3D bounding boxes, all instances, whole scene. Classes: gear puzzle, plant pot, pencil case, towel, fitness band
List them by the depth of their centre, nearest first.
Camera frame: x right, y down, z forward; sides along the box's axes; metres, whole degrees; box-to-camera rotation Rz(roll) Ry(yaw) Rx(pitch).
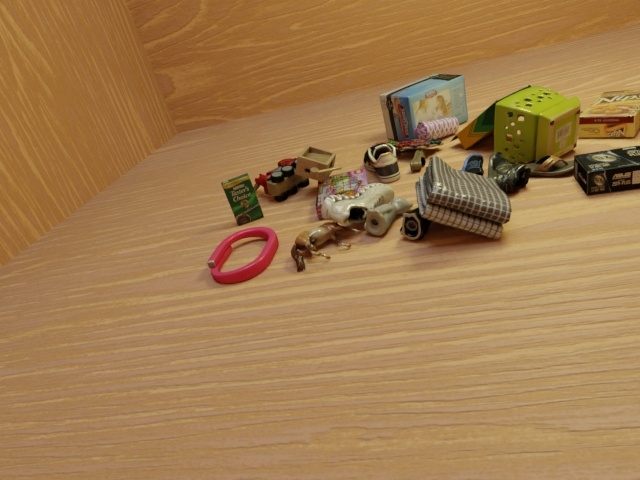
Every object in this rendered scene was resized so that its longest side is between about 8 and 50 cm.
[{"bbox_3d":[0.414,-0.136,1.338,0.235,0.121,0.283,15,30,1],"label":"towel"},{"bbox_3d":[-0.254,0.041,1.518,0.209,0.054,0.290,-7,29,16],"label":"fitness band"},{"bbox_3d":[0.776,-0.400,1.618,0.228,0.227,0.207,-27,35,-21],"label":"plant pot"},{"bbox_3d":[0.371,-0.436,2.036,0.176,0.044,0.339,-17,18,-38],"label":"gear puzzle"},{"bbox_3d":[0.531,-0.511,2.075,0.206,0.086,0.088,-15,18,-23],"label":"pencil case"}]

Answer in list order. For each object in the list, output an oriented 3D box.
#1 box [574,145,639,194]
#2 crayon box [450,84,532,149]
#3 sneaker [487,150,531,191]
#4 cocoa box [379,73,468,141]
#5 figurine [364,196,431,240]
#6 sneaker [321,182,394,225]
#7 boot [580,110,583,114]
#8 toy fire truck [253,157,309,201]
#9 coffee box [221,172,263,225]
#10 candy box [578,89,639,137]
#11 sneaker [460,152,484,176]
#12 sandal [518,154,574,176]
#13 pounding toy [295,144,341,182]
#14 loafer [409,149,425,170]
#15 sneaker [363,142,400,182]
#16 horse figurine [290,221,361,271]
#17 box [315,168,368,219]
[{"bbox_3d":[0.874,-0.211,1.355,0.180,0.077,0.147,-7,28,18],"label":"box"},{"bbox_3d":[0.698,-0.481,1.845,0.202,0.081,0.318,-28,-5,-21],"label":"crayon box"},{"bbox_3d":[0.629,-0.230,1.521,0.131,0.087,0.227,-2,33,21],"label":"sneaker"},{"bbox_3d":[0.504,-0.644,2.201,0.347,0.231,0.228,-26,29,-19],"label":"cocoa box"},{"bbox_3d":[0.276,-0.085,1.450,0.215,0.092,0.209,8,27,40],"label":"figurine"},{"bbox_3d":[0.148,-0.113,1.522,0.292,0.110,0.118,-21,34,-30],"label":"sneaker"},{"bbox_3d":[0.968,-0.485,1.838,0.152,0.072,0.197,-31,39,-28],"label":"boot"},{"bbox_3d":[-0.197,-0.273,2.007,0.246,0.158,0.217,22,45,36],"label":"toy fire truck"},{"bbox_3d":[-0.303,-0.159,1.775,0.113,0.184,0.040,-20,26,-8],"label":"coffee box"},{"bbox_3d":[1.126,-0.484,1.724,0.183,0.087,0.316,13,39,43],"label":"candy box"},{"bbox_3d":[0.536,-0.230,1.583,0.091,0.081,0.232,12,45,38],"label":"sneaker"},{"bbox_3d":[0.752,-0.255,1.524,0.220,0.060,0.090,5,34,35],"label":"sandal"},{"bbox_3d":[-0.006,-0.280,1.819,0.181,0.094,0.206,18,37,9],"label":"pounding toy"},{"bbox_3d":[0.407,-0.326,1.856,0.050,0.056,0.148,4,40,28],"label":"loafer"},{"bbox_3d":[0.253,-0.351,1.908,0.126,0.127,0.321,-19,26,-3],"label":"sneaker"},{"bbox_3d":[0.000,0.000,1.446,0.263,0.066,0.175,-30,36,-30],"label":"horse figurine"},{"bbox_3d":[0.087,-0.186,1.754,0.201,0.057,0.293,-12,27,7],"label":"box"}]
